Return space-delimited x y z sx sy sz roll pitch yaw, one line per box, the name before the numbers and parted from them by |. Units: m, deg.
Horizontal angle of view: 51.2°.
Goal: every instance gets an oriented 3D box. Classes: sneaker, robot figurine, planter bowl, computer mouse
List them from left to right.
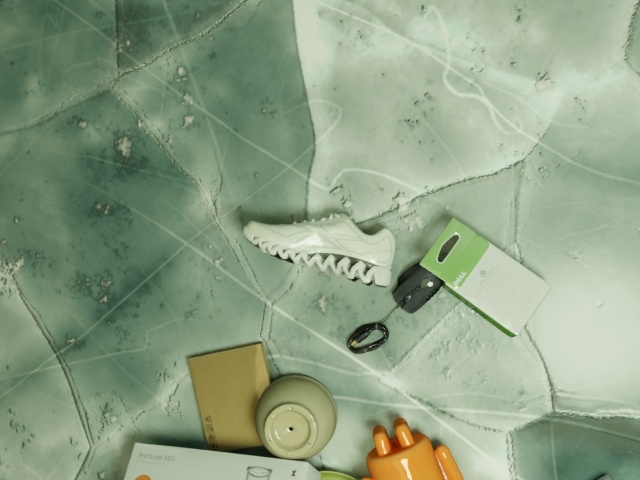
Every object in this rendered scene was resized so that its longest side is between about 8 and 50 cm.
planter bowl | -0.050 0.344 1.259 0.162 0.109 0.162 0 91 4
sneaker | 0.000 0.000 1.255 0.292 0.110 0.118 15 88 4
computer mouse | 0.139 0.128 1.252 0.071 0.041 0.242 44 102 7
robot figurine | 0.161 0.440 1.216 0.128 0.158 0.219 -25 85 54

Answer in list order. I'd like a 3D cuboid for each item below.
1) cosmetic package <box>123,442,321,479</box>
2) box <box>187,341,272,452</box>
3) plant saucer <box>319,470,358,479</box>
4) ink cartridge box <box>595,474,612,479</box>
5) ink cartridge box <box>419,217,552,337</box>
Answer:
cosmetic package | -0.209 0.544 1.240 0.377 0.097 0.284 -1 56 19
box | -0.170 0.318 1.344 0.164 0.021 0.201 -14 89 14
plant saucer | 0.023 0.562 1.301 0.241 0.037 0.241 1 92 14
ink cartridge box | 0.499 0.555 1.178 0.181 0.056 0.225 -36 82 13
ink cartridge box | 0.289 0.066 1.189 0.209 0.062 0.109 36 84 9
